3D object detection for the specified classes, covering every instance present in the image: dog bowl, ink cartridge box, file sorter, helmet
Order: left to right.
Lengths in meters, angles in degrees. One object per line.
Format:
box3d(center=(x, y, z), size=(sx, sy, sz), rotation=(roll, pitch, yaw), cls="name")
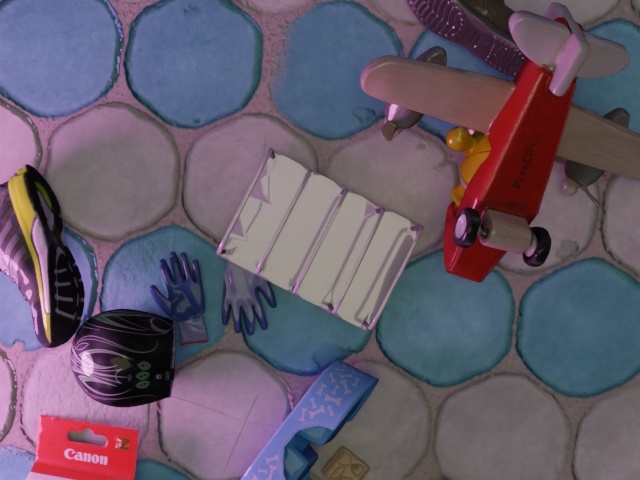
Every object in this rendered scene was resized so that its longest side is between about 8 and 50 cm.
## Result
box3d(center=(-0.397, 0.414, 1.880), size=(0.189, 0.066, 0.232), rotation=(6, 97, 15), cls="ink cartridge box")
box3d(center=(-0.314, 0.185, 1.838), size=(0.161, 0.169, 0.169), rotation=(4, 93, -11), cls="helmet")
box3d(center=(-0.026, 0.315, 1.840), size=(0.074, 0.166, 0.297), rotation=(37, 93, 11), cls="dog bowl")
box3d(center=(0.000, 0.000, 1.804), size=(0.277, 0.173, 0.193), rotation=(27, 89, -2), cls="file sorter")

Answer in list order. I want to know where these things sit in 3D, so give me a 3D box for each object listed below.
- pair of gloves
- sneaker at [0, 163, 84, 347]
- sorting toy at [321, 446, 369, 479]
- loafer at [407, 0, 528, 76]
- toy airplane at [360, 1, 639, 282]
box3d(center=(-0.176, 0.087, 1.897), size=(0.198, 0.023, 0.159), rotation=(-11, 91, 1), cls="pair of gloves")
box3d(center=(-0.464, 0.035, 1.848), size=(0.121, 0.111, 0.300), rotation=(-23, 69, 15), cls="sneaker")
box3d(center=(0.033, 0.389, 1.910), size=(0.062, 0.012, 0.083), rotation=(39, 89, -6), cls="sorting toy")
box3d(center=(0.243, -0.359, 1.846), size=(0.251, 0.094, 0.087), rotation=(38, 59, 1), cls="loafer")
box3d(center=(0.289, -0.176, 1.749), size=(0.384, 0.272, 0.386), rotation=(-29, 110, -3), cls="toy airplane")
